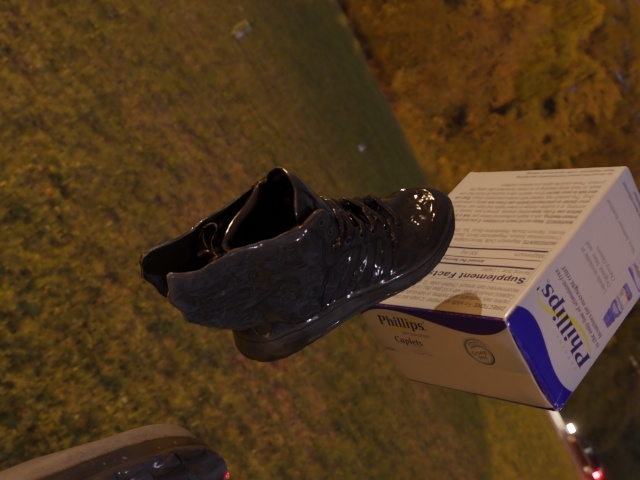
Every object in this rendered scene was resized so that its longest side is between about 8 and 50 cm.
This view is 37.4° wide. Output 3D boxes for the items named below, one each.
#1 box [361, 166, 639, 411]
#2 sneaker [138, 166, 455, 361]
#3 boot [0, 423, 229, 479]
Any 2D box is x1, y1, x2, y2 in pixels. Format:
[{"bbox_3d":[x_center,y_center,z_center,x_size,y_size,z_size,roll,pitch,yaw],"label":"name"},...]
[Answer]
[{"bbox_3d":[0.115,0.023,0.575,0.126,0.137,0.072,3,-49,53],"label":"box"},{"bbox_3d":[-0.002,-0.001,0.460,0.051,0.170,0.089,37,-29,41],"label":"sneaker"},{"bbox_3d":[-0.233,0.120,0.459,0.222,0.338,0.118,40,-47,41],"label":"boot"}]
